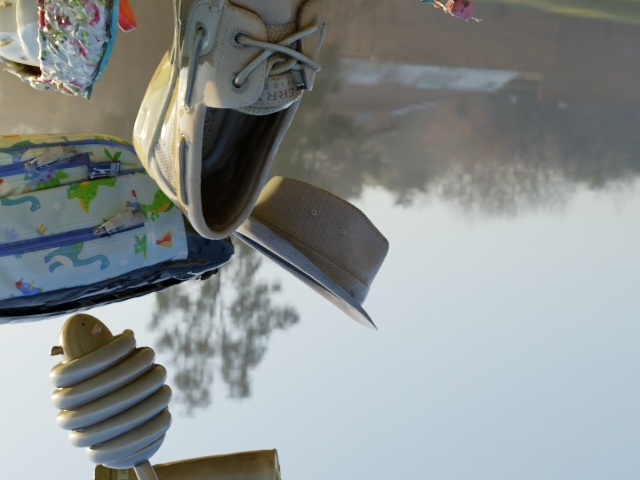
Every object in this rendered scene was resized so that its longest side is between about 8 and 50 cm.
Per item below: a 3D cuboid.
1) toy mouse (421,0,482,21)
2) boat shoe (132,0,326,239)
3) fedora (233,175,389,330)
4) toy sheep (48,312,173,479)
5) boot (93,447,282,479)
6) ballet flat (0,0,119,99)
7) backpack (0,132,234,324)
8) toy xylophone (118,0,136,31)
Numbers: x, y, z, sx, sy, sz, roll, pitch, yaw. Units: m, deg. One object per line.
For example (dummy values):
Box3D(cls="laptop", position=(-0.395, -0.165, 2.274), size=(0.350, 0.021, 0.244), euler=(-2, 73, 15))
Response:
Box3D(cls="toy mouse", position=(0.157, -0.328, 1.506), size=(0.161, 0.031, 0.143), euler=(21, -166, -13))
Box3D(cls="boat shoe", position=(-0.043, -0.140, 0.801), size=(0.121, 0.341, 0.110), euler=(-15, -122, -30))
Box3D(cls="fedora", position=(0.000, 0.000, 1.598), size=(0.275, 0.124, 0.244), euler=(35, 174, -1))
Box3D(cls="toy sheep", position=(-0.141, 0.110, 0.776), size=(0.091, 0.132, 0.091), euler=(-28, -176, 2))
Box3D(cls="boot", position=(-0.190, 0.413, 1.697), size=(0.269, 0.236, 0.089), euler=(-4, -138, 1))
Box3D(cls="ballet flat", position=(-0.185, -0.137, 0.769), size=(0.077, 0.091, 0.241), euler=(0, 179, -16))
Box3D(cls="backpack", position=(-0.327, -0.013, 1.277), size=(0.355, 0.273, 0.290), euler=(-27, -165, -25))
Box3D(cls="toy xylophone", position=(-0.260, -0.339, 1.143), size=(0.081, 0.236, 0.322), euler=(-23, -179, 13))
